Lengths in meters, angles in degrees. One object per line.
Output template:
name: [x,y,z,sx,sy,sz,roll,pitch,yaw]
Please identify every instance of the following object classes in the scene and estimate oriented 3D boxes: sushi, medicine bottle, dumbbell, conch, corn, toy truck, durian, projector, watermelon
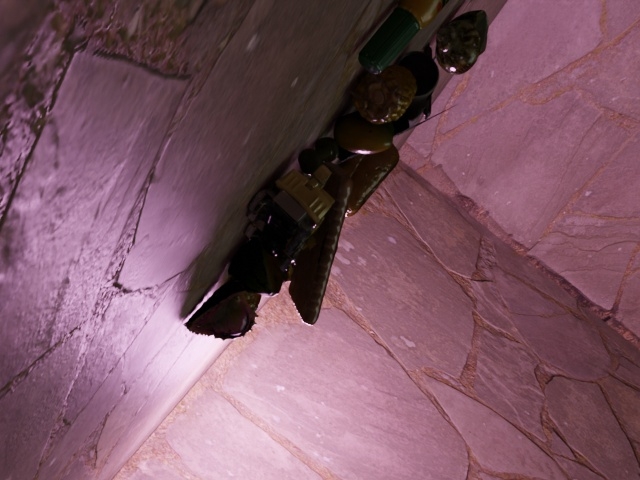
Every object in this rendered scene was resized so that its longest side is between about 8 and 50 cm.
sushi: [0.147,-0.257,1.849,0.290,0.050,0.264,-27,-177,-14]
medicine bottle: [0.154,-0.371,1.265,0.260,0.064,0.095,-49,177,-11]
dumbbell: [-0.003,-0.165,1.538,0.046,0.052,0.118,-9,-163,24]
conch: [0.369,-0.530,2.092,0.181,0.124,0.187,13,92,-77]
corn: [0.132,-0.291,1.561,0.106,0.106,0.305,-52,180,20]
toy truck: [-0.049,-0.051,1.503,0.157,0.124,0.272,-45,176,-15]
durian: [-0.200,0.164,1.759,0.187,0.108,0.119,-35,-164,17]
projector: [0.209,-0.353,1.901,0.108,0.108,0.337,-51,177,-3]
watermelon: [-0.120,0.057,1.727,0.123,0.129,0.301,-48,180,9]

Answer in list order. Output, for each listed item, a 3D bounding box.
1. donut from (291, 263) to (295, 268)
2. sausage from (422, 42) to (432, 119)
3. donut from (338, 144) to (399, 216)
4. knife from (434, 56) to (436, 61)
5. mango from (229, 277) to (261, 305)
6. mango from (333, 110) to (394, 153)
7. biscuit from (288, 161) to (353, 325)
donut: [-0.069,0.005,2.141,0.269,0.103,0.270,-49,178,-3]
sausage: [0.275,-0.409,2.044,0.028,0.025,0.198,-159,-112,-65]
donut: [0.115,-0.190,2.276,0.261,0.128,0.208,-50,178,22]
knife: [0.325,-0.508,2.529,0.260,0.035,0.063,-57,178,34]
mango: [-0.189,0.123,1.950,0.163,0.090,0.111,100,16,-64]
mango: [0.087,-0.219,1.598,0.191,0.122,0.085,-64,165,-78]
biscuit: [0.000,0.000,1.679,0.217,0.044,0.324,-126,-131,-72]
